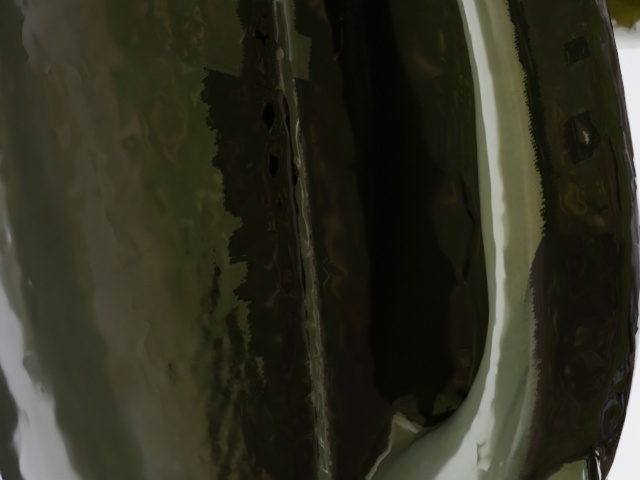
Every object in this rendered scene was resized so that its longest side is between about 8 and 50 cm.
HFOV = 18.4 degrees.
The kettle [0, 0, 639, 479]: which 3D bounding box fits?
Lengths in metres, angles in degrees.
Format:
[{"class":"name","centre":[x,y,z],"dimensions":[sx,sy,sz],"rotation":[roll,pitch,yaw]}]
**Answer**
[{"class":"kettle","centre":[0.000,0.000,0.648],"dimensions":[0.228,0.321,0.324],"rotation":[1,-112,-30]}]

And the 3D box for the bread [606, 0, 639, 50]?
[{"class":"bread","centre":[0.184,-0.179,1.016],"dimensions":[0.383,0.112,0.166],"rotation":[-4,-82,-6]}]
